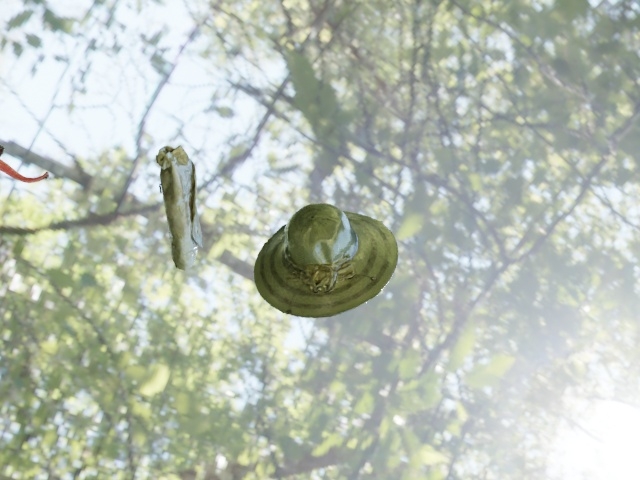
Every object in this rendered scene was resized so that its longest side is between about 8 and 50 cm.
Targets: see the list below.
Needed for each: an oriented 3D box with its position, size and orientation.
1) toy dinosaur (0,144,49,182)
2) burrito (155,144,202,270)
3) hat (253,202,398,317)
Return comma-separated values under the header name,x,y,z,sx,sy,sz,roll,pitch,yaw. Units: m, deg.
name,x,y,z,sx,sy,sz,roll,pitch,yaw
toy dinosaur,-0.735,-0.187,2.431,0.139,0.286,0.070,-85,-174,-67
burrito,-0.237,-0.062,1.833,0.060,0.226,0.087,-1,-141,2
hat,0.000,0.000,1.779,0.252,0.110,0.252,-8,-135,8
